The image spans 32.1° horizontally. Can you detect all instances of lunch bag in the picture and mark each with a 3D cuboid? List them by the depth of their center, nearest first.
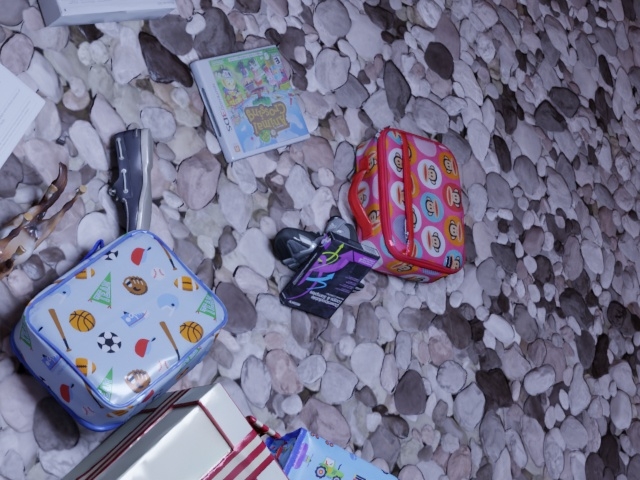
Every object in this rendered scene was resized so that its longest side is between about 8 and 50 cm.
[{"bbox_3d":[-0.303,0.125,1.694,0.243,0.115,0.303,43,45,7],"label":"lunch bag"},{"bbox_3d":[-0.017,0.492,1.834,0.221,0.138,0.293,31,61,-18],"label":"lunch bag"},{"bbox_3d":[0.162,-0.073,2.220,0.258,0.120,0.293,15,63,-36],"label":"lunch bag"}]

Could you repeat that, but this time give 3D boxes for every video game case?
[{"bbox_3d":[-0.127,-0.258,2.073,0.212,0.023,0.193,-22,91,-45],"label":"video game case"}]

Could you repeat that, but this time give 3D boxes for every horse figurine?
[{"bbox_3d":[-0.438,-0.008,1.625,0.066,0.174,0.263,44,37,-13],"label":"horse figurine"}]

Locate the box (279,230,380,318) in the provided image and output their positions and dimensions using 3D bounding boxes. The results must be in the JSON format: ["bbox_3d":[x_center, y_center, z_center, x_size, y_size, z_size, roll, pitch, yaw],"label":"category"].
[{"bbox_3d":[0.017,0.065,2.013,0.116,0.162,0.029,21,29,-36],"label":"box"}]

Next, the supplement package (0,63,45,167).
[{"bbox_3d":[-0.571,-0.201,1.535,0.293,0.175,0.177,42,53,-25],"label":"supplement package"}]

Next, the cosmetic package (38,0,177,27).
[{"bbox_3d":[-0.364,-0.421,1.882,0.239,0.060,0.099,-16,85,-44],"label":"cosmetic package"}]

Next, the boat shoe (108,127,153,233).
[{"bbox_3d":[-0.313,-0.085,1.833,0.065,0.075,0.206,0,78,2],"label":"boat shoe"}]

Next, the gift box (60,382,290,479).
[{"bbox_3d":[-0.197,0.378,1.648,0.258,0.255,0.276,-43,109,-34],"label":"gift box"}]

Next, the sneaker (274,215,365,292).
[{"bbox_3d":[0.000,0.000,2.074,0.229,0.086,0.132,36,49,-41],"label":"sneaker"}]
